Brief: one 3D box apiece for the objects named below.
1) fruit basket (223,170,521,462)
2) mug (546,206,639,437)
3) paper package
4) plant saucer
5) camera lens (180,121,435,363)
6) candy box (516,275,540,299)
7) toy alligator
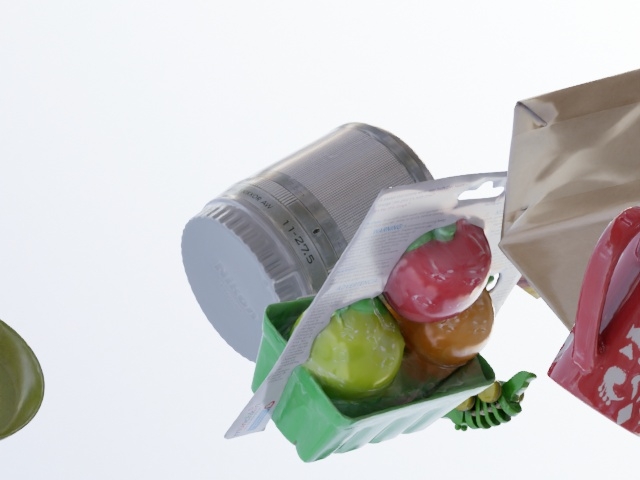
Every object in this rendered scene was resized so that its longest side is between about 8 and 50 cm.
[{"bbox_3d":[0.086,0.051,1.827,0.327,0.353,0.165,-11,-133,-43],"label":"fruit basket"},{"bbox_3d":[0.242,0.049,1.406,0.150,0.169,0.113,31,-175,-18],"label":"mug"},{"bbox_3d":[0.364,-0.006,1.674,0.325,0.309,0.168,46,-138,-39],"label":"paper package"},{"bbox_3d":[-0.408,0.141,1.910,0.241,0.037,0.241,17,-147,-11],"label":"plant saucer"},{"bbox_3d":[0.000,0.000,2.188,0.274,0.219,0.219,-30,-99,-29],"label":"camera lens"},{"bbox_3d":[0.297,-0.011,2.170,0.109,0.186,0.053,34,-144,-41],"label":"candy box"},{"bbox_3d":[0.174,0.198,2.123,0.056,0.189,0.051,15,-120,-47],"label":"toy alligator"}]
